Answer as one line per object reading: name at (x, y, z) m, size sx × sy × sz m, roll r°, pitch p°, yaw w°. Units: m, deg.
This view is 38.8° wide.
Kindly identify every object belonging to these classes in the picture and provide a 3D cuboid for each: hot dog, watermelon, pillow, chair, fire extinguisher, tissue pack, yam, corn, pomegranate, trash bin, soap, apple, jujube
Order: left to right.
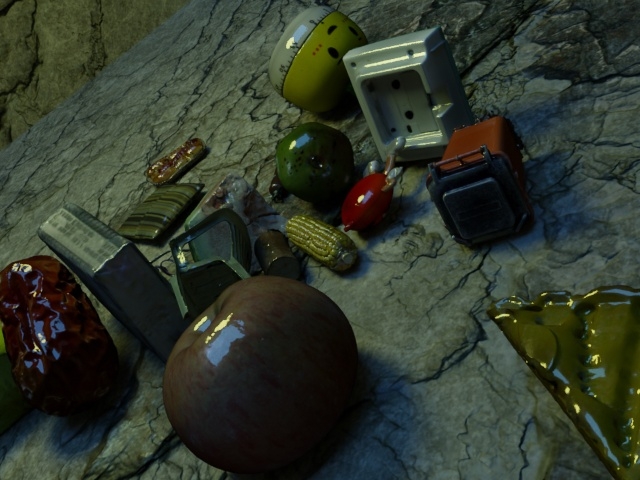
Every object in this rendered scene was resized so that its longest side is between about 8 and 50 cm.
jujube at (-0.553, 0.189, 1.885) m, size 0.216 × 0.216 × 0.342 m, roll -30°, pitch 74°, yaw 8°
tissue pack at (-0.429, 0.085, 1.943) m, size 0.124 × 0.288 × 0.394 m, roll -42°, pitch 33°, yaw -15°
pillow at (-0.421, -0.080, 2.383) m, size 0.208 × 0.052 × 0.212 m, roll 1°, pitch 44°, yaw 51°
hot dog at (-0.405, -0.220, 2.558) m, size 0.191 × 0.059 × 0.108 m, roll -41°, pitch 36°, yaw -14°
chair at (-0.190, 0.086, 1.795) m, size 0.191 × 0.203 × 0.274 m, roll -28°, pitch 43°, yaw -6°
watermelon at (-0.199, -0.015, 2.033) m, size 0.232 × 0.193 × 0.310 m, roll -43°, pitch 13°, yaw 24°
apple at (-0.107, 0.206, 1.496) m, size 0.345 × 0.269 × 0.344 m, roll -25°, pitch 33°, yaw 18°
yam at (-0.091, 0.038, 1.888) m, size 0.084 × 0.084 × 0.127 m, roll -33°, pitch 30°, yaw 3°
fire extinguisher at (-0.094, -0.147, 2.177) m, size 0.064 × 0.043 × 0.158 m, roll -49°, pitch 17°, yaw 40°
pomegranate at (-0.013, -0.178, 2.038) m, size 0.182 × 0.181 × 0.224 m, roll -32°, pitch 12°, yaw 5°
corn at (0.000, 0.000, 1.856) m, size 0.080 × 0.080 × 0.238 m, roll -42°, pitch 33°, yaw -11°
trash bin at (0.293, -0.130, 1.671) m, size 0.161 × 0.184 × 0.238 m, roll -18°, pitch 29°, yaw 25°
soap at (0.332, 0.221, 1.164) m, size 0.304 × 0.169 × 0.338 m, roll -9°, pitch 38°, yaw 36°

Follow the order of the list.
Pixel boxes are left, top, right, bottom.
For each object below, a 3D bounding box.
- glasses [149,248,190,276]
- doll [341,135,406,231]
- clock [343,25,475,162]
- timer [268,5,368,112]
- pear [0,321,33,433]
glasses at (-0.364, 0.037, 2.164) m, size 0.140 × 0.062 × 0.103 m, roll -11°, pitch 37°, yaw 32°
doll at (0.109, -0.098, 1.863) m, size 0.183 × 0.085 × 0.217 m, roll -41°, pitch 20°, yaw 49°
clock at (0.178, -0.287, 1.889) m, size 0.231 × 0.262 × 0.116 m, roll -5°, pitch 26°, yaw 39°
timer at (0.035, -0.429, 2.294) m, size 0.285 × 0.285 × 0.285 m, roll -24°, pitch 33°, yaw 17°
pear at (-0.771, 0.279, 2.058) m, size 0.342 × 0.238 × 0.318 m, roll -41°, pitch 40°, yaw -10°
